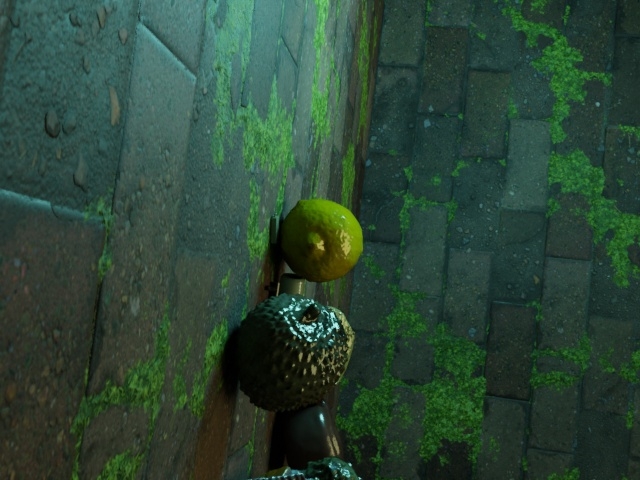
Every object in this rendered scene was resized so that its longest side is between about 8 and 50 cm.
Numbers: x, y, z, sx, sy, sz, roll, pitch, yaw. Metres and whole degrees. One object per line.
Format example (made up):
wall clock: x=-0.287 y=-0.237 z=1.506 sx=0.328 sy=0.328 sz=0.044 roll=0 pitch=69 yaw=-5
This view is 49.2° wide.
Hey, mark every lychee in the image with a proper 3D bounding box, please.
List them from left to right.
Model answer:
lychee: x=-0.069 y=0.250 z=1.560 sx=0.255 sy=0.255 sz=0.274 roll=-67 pitch=180 yaw=-61

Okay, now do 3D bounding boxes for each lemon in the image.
lemon: x=0.000 y=0.000 z=1.890 sx=0.288 sy=0.233 sz=0.234 roll=-9 pitch=105 yaw=-78

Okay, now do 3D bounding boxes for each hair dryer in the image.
hair dryer: x=-0.127 y=0.130 z=1.824 sx=0.083 sy=0.026 sz=0.047 roll=36 pitch=60 yaw=-76
hair dryer: x=-0.087 y=0.174 z=1.836 sx=0.236 sy=0.073 sz=0.131 roll=-79 pitch=178 yaw=-79

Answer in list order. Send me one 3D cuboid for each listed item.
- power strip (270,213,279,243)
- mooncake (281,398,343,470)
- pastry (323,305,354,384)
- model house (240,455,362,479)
power strip: x=-0.117 y=-0.031 z=1.794 sx=0.027 sy=0.017 sz=0.083 roll=-67 pitch=161 yaw=-64
mooncake: x=-0.021 y=0.638 z=2.216 sx=0.334 sy=0.174 sz=0.326 roll=-99 pitch=176 yaw=-63
pastry: x=-0.022 y=0.325 z=2.130 sx=0.236 sy=0.170 sz=0.256 roll=18 pitch=77 yaw=-56
model house: x=-0.081 y=0.695 z=1.632 sx=0.339 sy=0.297 sz=0.360 roll=26 pitch=46 yaw=-51
